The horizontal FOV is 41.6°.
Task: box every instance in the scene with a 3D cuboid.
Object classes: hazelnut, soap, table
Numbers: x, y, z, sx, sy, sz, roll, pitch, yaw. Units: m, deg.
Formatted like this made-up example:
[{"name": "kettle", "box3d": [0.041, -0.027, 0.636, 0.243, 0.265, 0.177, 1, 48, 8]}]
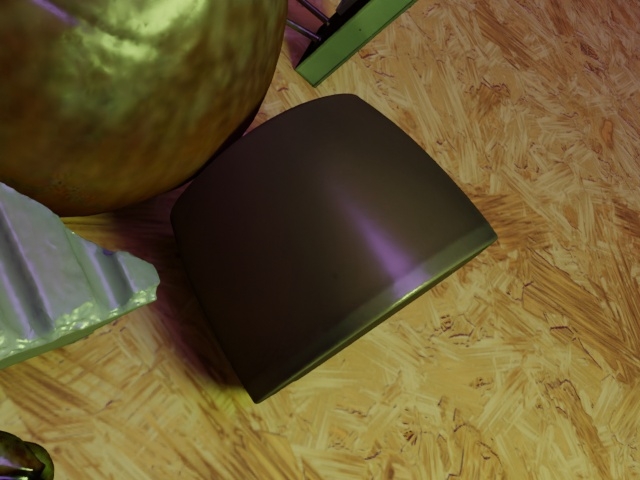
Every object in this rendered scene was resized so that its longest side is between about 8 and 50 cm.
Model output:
[{"name": "hazelnut", "box3d": [-0.218, -0.210, 0.758, 0.359, 0.359, 0.409, 59, 35, 3]}, {"name": "soap", "box3d": [-0.315, -0.022, 0.666, 0.258, 0.159, 0.302, -21, 83, -43]}, {"name": "table", "box3d": [0.045, -0.334, 1.126, 0.111, 0.240, 0.121, 41, 44, -17]}]

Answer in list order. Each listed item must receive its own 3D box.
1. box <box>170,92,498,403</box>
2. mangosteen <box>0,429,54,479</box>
[{"name": "box", "box3d": [0.000, 0.000, 0.865, 0.301, 0.301, 0.216, -29, 81, -48]}, {"name": "mangosteen", "box3d": [-0.243, 0.215, 0.562, 0.211, 0.211, 0.249, 13, 46, -37]}]
